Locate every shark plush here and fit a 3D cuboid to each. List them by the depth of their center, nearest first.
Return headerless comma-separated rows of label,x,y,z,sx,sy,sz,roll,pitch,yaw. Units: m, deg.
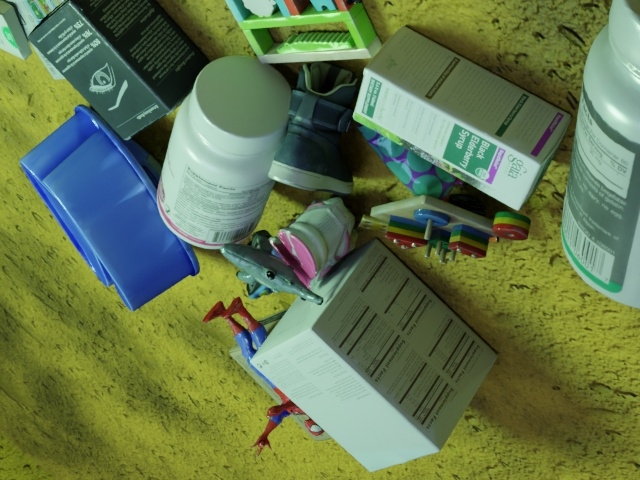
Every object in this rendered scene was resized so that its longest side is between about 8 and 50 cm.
shark plush,-0.071,0.055,1.819,0.161,0.073,0.067,43,-175,16

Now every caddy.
caddy,-0.318,-0.057,2.026,0.241,0.179,0.341,33,156,52

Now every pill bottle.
pill bottle,0.359,-0.111,1.273,0.204,0.204,0.361,24,146,20
pill bottle,-0.132,-0.121,1.773,0.160,0.160,0.283,34,147,5

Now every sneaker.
sneaker,0.011,-0.147,1.682,0.086,0.164,0.226,16,-176,14
sneaker,0.000,0.000,1.857,0.103,0.111,0.252,52,170,-2
sneaker,-0.089,0.038,2.036,0.188,0.067,0.078,104,143,-65

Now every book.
book,-0.516,-0.343,1.971,0.144,0.035,0.096,26,151,28

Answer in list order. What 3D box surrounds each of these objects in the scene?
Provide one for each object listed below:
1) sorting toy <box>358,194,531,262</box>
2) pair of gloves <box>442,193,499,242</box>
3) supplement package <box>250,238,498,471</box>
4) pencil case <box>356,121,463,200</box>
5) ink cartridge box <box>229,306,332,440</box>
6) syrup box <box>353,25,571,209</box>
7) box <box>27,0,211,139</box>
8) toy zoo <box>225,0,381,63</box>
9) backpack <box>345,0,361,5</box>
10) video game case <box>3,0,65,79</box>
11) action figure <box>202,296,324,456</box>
sorting toy,0.145,-0.009,1.675,0.132,0.046,0.274,20,165,-26
pair of gloves,0.200,-0.030,1.709,0.074,0.010,0.083,9,137,41
supplement package,0.080,0.177,1.910,0.262,0.198,0.199,44,147,-9
pencil case,0.113,-0.117,1.631,0.070,0.064,0.152,-28,112,37
ink cartridge box,-0.013,0.226,2.165,0.235,0.088,0.193,48,145,-14
syrup box,0.167,-0.146,1.515,0.236,0.096,0.093,31,147,12
box,-0.281,-0.264,1.785,0.207,0.108,0.153,48,146,-17
toy zoo,-0.062,-0.344,1.546,0.192,0.030,0.293,4,136,41
backpack,0.033,-0.338,1.393,0.084,0.105,0.114,25,141,17
video game case,-0.395,-0.313,1.918,0.143,0.019,0.157,2,133,42
action figure,-0.097,0.240,2.064,0.280,0.139,0.091,49,147,-19
